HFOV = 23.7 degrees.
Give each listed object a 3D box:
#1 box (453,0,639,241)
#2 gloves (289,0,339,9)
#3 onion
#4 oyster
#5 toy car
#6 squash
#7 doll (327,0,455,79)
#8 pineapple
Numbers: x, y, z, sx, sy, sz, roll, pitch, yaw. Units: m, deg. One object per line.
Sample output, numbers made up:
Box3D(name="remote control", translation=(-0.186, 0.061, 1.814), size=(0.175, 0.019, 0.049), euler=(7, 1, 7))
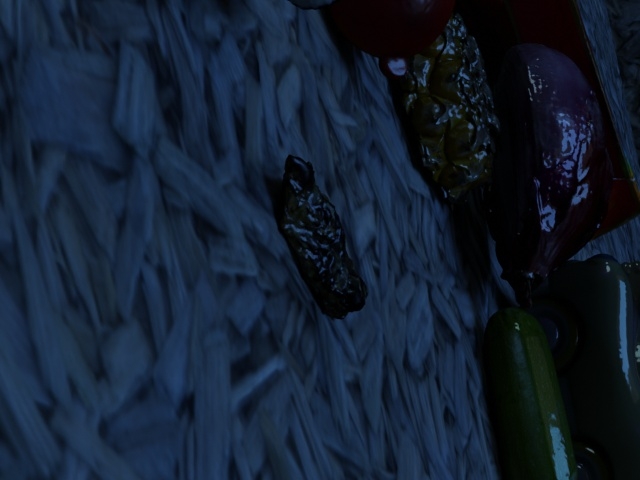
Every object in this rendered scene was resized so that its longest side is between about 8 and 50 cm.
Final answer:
Box3D(name="box", translation=(0.255, -0.173, 1.768), size=(0.313, 0.089, 0.197), euler=(66, -9, -23))
Box3D(name="gloves", translation=(-0.046, -0.253, 0.975), size=(0.219, 0.131, 0.140), euler=(67, 14, -52))
Box3D(name="onion", translation=(0.235, -0.053, 1.567), size=(0.227, 0.120, 0.283), euler=(95, -3, -59))
Box3D(name="oyster", translation=(0.001, 0.000, 1.056), size=(0.132, 0.029, 0.086), euler=(47, 32, -59))
Box3D(name="toy car", translation=(0.344, 0.188, 1.620), size=(0.242, 0.226, 0.336), euler=(41, 36, -61))
Box3D(name="squash", translation=(0.201, 0.173, 1.457), size=(0.069, 0.069, 0.239), euler=(45, 33, -58))
Box3D(name="doll", translation=(0.063, -0.247, 1.296), size=(0.183, 0.085, 0.217), euler=(-12, 101, -32))
Box3D(name="pineapple", translation=(0.129, -0.140, 1.496), size=(0.225, 0.076, 0.225), euler=(-17, 90, -74))
